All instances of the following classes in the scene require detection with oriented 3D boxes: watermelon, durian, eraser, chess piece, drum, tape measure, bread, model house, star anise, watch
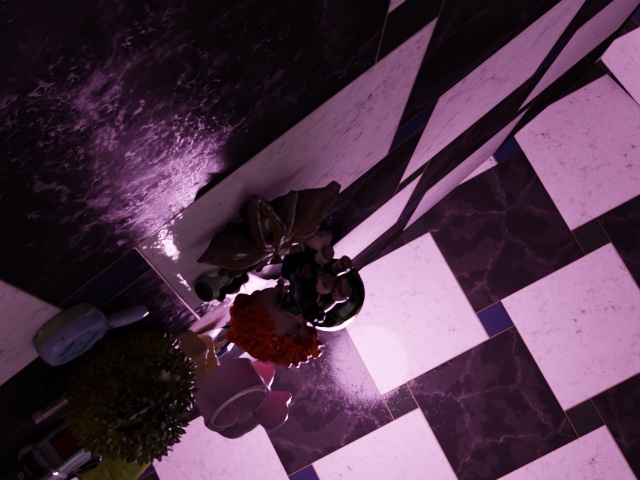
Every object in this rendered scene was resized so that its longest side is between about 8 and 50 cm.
[{"bbox_3d":[0.038,0.187,2.413,0.269,0.269,0.269,-40,170,-8],"label":"watermelon"},{"bbox_3d":[-0.373,0.317,1.353,0.225,0.291,0.291,-27,178,28],"label":"durian"},{"bbox_3d":[-0.573,0.585,2.033,0.339,0.204,0.256,-53,-178,15],"label":"durian"},{"bbox_3d":[-0.573,0.356,1.458,0.083,0.019,0.038,-36,170,-29],"label":"eraser"},{"bbox_3d":[-0.217,0.081,1.532,0.059,0.059,0.149,-48,175,37],"label":"chess piece"},{"bbox_3d":[-0.394,0.159,1.179,0.130,0.049,0.253,-42,170,3],"label":"drum"},{"bbox_3d":[-0.640,0.542,1.714,0.246,0.125,0.243,-33,168,-36],"label":"tape measure"},{"bbox_3d":[-0.361,0.334,1.839,0.068,0.125,0.188,-9,-175,33],"label":"bread"},{"bbox_3d":[-0.374,0.320,1.605,0.234,0.174,0.193,-42,170,28],"label":"model house"},{"bbox_3d":[-0.103,-0.017,1.371,0.350,0.109,0.292,-16,162,-45],"label":"star anise"},{"bbox_3d":[-0.213,0.421,1.860,0.248,0.211,0.217,-29,150,-15],"label":"watch"}]

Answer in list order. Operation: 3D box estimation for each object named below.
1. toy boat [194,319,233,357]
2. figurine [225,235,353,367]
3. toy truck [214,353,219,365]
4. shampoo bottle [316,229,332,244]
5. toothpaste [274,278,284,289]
[{"bbox_3d":[-0.354,0.301,2.024,0.220,0.067,0.291,-38,158,4],"label":"toy boat"},{"bbox_3d":[-0.080,0.166,1.853,0.241,0.306,0.411,17,113,-45],"label":"figurine"},{"bbox_3d":[-0.403,0.398,1.944,0.135,0.128,0.260,-8,174,28],"label":"toy truck"},{"bbox_3d":[0.000,0.000,2.034,0.080,0.040,0.165,-44,171,10],"label":"shampoo bottle"},{"bbox_3d":[-0.127,0.192,2.102,0.062,0.037,0.216,-11,-144,10],"label":"toothpaste"}]
